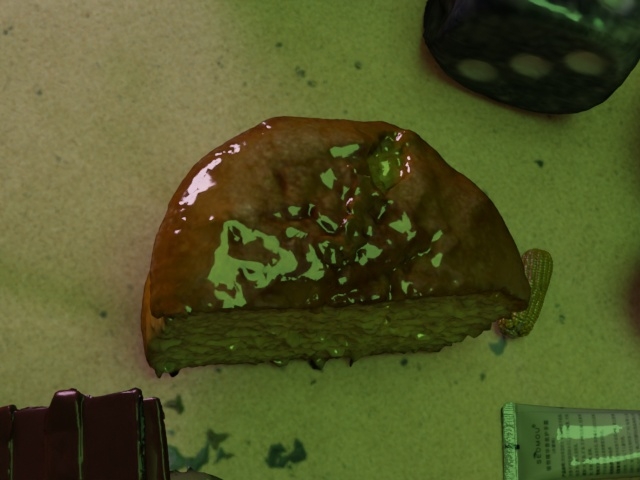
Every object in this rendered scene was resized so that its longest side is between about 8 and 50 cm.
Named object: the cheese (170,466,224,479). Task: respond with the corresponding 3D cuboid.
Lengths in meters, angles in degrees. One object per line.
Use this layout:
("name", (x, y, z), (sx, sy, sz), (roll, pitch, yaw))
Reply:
("cheese", (-0.133, 0.294, 1.214), (0.175, 0.091, 0.202), (-16, 80, -21))

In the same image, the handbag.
("handbag", (-0.226, 0.256, 1.129), (0.260, 0.084, 0.275), (-14, 69, 18))

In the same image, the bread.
("bread", (0.000, 0.000, 1.305), (0.340, 0.194, 0.179), (-3, 68, -21))

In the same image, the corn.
("corn", (0.193, 0.049, 1.432), (0.037, 0.037, 0.092), (27, 62, -8))

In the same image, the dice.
("dice", (0.213, -0.239, 1.452), (0.183, 0.182, 0.181), (19, 69, -10))

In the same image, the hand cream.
("hand cream", (0.282, 0.186, 1.399), (0.234, 0.050, 0.080), (0, 70, -2))
